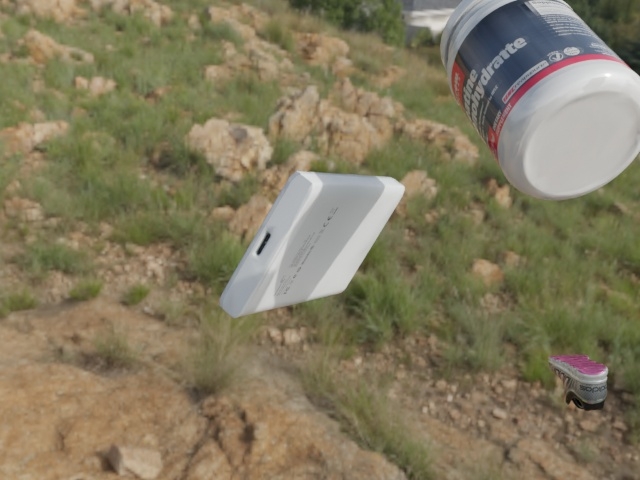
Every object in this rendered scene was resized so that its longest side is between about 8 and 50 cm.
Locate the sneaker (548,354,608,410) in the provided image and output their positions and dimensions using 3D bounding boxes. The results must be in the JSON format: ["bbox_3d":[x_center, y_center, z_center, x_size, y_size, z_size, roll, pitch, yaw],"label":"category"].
[{"bbox_3d":[0.395,0.219,1.238,0.063,0.075,0.170,-2,2,-3],"label":"sneaker"}]

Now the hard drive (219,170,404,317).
[{"bbox_3d":[0.000,0.000,1.278,0.047,0.233,0.353,37,18,21],"label":"hard drive"}]

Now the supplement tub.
[{"bbox_3d":[0.277,-0.200,1.035,0.191,0.191,0.272,-3,42,-15],"label":"supplement tub"}]
